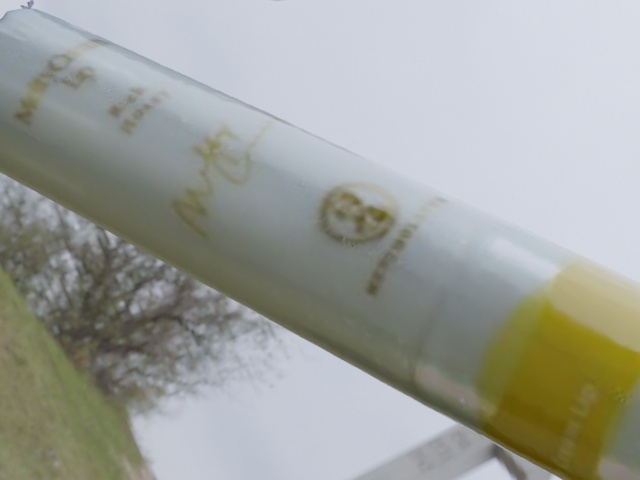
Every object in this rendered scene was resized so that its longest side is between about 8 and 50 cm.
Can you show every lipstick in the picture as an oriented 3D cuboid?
[{"bbox_3d":[0.000,0.000,0.368,0.264,0.059,0.059,27,-35,25],"label":"lipstick"}]
